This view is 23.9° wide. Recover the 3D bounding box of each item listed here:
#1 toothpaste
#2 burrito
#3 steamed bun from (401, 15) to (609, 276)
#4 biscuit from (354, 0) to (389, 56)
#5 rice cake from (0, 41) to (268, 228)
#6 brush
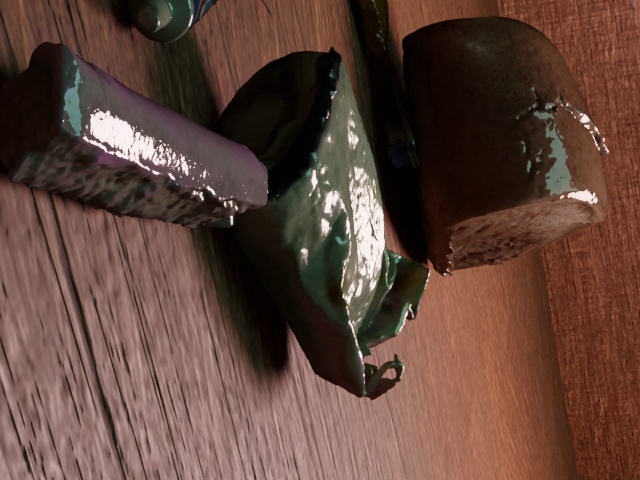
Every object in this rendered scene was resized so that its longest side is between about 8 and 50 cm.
[{"bbox_3d":[-0.072,-0.142,0.826,0.197,0.035,0.057,-70,165,-68],"label":"toothpaste"},{"bbox_3d":[0.000,0.000,0.942,0.229,0.089,0.144,70,31,-42],"label":"burrito"},{"bbox_3d":[0.192,-0.099,1.545,0.301,0.199,0.251,75,8,-79],"label":"steamed bun"},{"bbox_3d":[0.036,-0.283,1.419,0.126,0.025,0.206,-78,158,-57],"label":"biscuit"},{"bbox_3d":[-0.078,-0.039,0.691,0.270,0.049,0.055,23,46,-74],"label":"rice cake"},{"bbox_3d":[0.075,-0.117,1.494,0.178,0.030,0.033,-97,166,-63],"label":"brush"}]
